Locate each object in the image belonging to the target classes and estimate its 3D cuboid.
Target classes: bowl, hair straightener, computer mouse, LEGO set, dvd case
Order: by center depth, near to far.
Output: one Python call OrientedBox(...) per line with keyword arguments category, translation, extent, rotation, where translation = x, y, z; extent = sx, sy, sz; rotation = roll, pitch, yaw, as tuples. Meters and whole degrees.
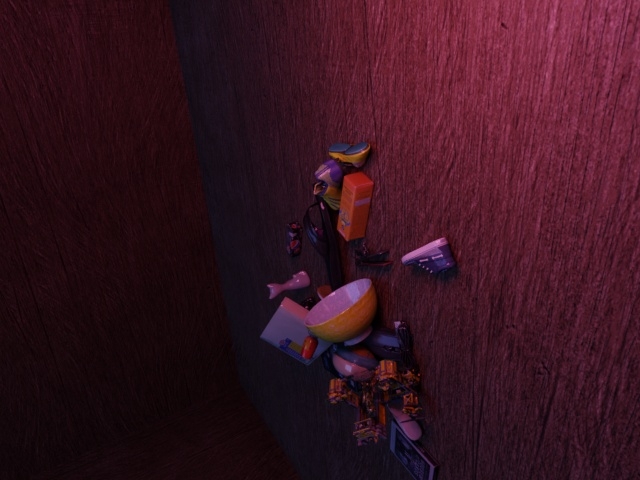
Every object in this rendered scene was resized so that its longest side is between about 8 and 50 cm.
OrientedBox(category="LEGO set", translation=(0.186, 0.568, 1.590), extent=(0.255, 0.331, 0.192), rotation=(49, -150, -35))
OrientedBox(category="hair straightener", translation=(0.169, 0.047, 1.647), extent=(0.230, 0.047, 0.089), rotation=(-9, 98, 68))
OrientedBox(category="computer mouse", translation=(0.230, 0.364, 1.686), extent=(0.272, 0.072, 0.189), rotation=(2, 109, 63))
OrientedBox(category="bowl", translation=(0.101, 0.280, 1.687), extent=(0.156, 0.289, 0.289), rotation=(57, 155, -8))
OrientedBox(category="dvd case", translation=(0.352, 0.823, 1.788), extent=(0.238, 0.029, 0.180), rotation=(40, 140, 49))

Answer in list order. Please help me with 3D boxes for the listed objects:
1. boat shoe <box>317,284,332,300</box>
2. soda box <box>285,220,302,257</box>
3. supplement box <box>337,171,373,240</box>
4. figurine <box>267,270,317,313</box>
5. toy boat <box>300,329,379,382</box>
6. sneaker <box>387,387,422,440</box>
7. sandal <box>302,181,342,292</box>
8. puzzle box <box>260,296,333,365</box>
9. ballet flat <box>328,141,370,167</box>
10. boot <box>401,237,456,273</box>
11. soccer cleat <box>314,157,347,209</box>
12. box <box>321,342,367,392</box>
OrientedBox(category="boat shoe", translation=(0.076, 0.280, 1.904), extent=(0.277, 0.098, 0.096), rotation=(38, 138, 47))
OrientedBox(category="soda box", translation=(-0.122, -0.003, 2.163), extent=(0.060, 0.053, 0.169), rotation=(49, 147, 39))
OrientedBox(category="supplement box", translation=(0.116, -0.112, 1.598), extent=(0.078, 0.080, 0.234), rotation=(50, 149, 40))
OrientedBox(category="figurine", translation=(-0.137, 0.271, 2.189), extent=(0.092, 0.209, 0.215), rotation=(-10, 97, 64))
OrientedBox(category="toy boat", translation=(0.085, 0.424, 1.777), extent=(0.267, 0.318, 0.148), rotation=(52, -120, -81))
OrientedBox(category="sneaker", translation=(0.294, 0.637, 1.741), extent=(0.094, 0.080, 0.212), rotation=(101, 145, -70))
OrientedBox(category="sandal", translation=(0.001, 0.002, 1.815), extent=(0.167, 0.106, 0.446), rotation=(-120, 19, -73))
OrientedBox(category="puzzle box", translation=(-0.101, 0.409, 2.054), extent=(0.272, 0.052, 0.409), rotation=(31, 145, -2))
OrientedBox(category="ballet flat", translation=(0.105, -0.279, 1.535), extent=(0.077, 0.077, 0.231), rotation=(59, 163, -24))
OrientedBox(category="boot", translation=(0.306, 0.062, 1.343), extent=(0.190, 0.069, 0.086), rotation=(-39, 68, 61))
OrientedBox(category="soccer cleat", translation=(0.026, -0.182, 1.629), extent=(0.093, 0.121, 0.289), rotation=(55, 169, 21))
OrientedBox(category="box", translation=(0.082, 0.470, 2.048), extent=(0.293, 0.073, 0.296), rotation=(18, 122, 60))
